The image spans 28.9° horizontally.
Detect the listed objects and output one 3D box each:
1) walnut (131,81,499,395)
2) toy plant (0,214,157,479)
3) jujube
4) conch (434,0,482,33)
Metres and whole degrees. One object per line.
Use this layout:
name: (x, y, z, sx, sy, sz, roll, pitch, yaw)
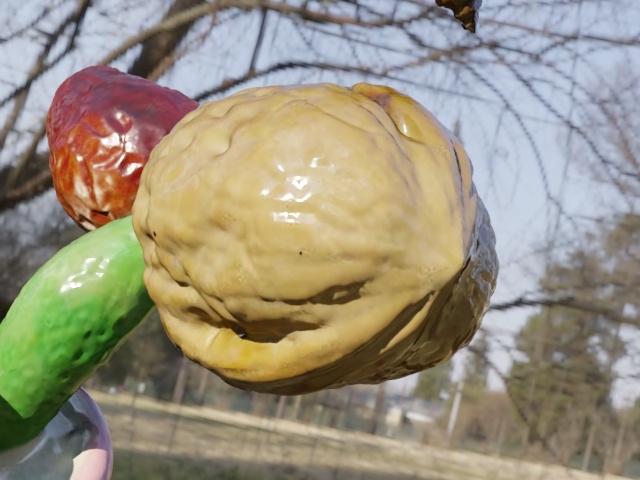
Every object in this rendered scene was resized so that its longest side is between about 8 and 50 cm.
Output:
walnut: (0.000, 0.000, 0.574, 0.155, 0.155, 0.184, 22, -12, -37)
toy plant: (-0.258, 0.153, 1.033, 0.317, 0.356, 0.211, -23, 44, -33)
jujube: (-0.214, -0.099, 1.382, 0.190, 0.190, 0.255, 22, 16, -38)
conch: (0.049, -0.229, 0.714, 0.086, 0.080, 0.232, 19, -39, 43)
